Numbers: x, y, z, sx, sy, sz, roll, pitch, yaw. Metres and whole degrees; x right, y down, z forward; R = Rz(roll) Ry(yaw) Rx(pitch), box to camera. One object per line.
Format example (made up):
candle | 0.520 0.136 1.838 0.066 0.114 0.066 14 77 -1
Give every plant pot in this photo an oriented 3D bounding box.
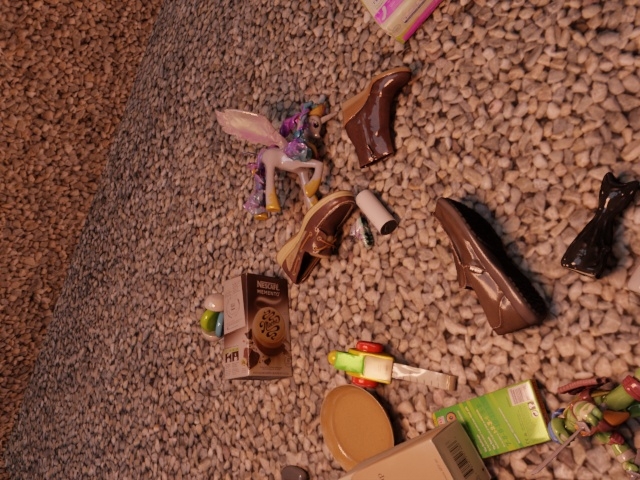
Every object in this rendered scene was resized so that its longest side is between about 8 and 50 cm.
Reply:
plant pot | 0.096 0.474 1.538 0.236 0.032 0.236 6 99 43

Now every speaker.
speaker | 0.148 -0.075 1.638 0.055 0.055 0.136 -54 47 22

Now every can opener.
can opener | -0.024 0.663 1.619 0.280 0.074 0.093 -5 76 45

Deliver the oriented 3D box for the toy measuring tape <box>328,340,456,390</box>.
toy measuring tape | 0.176 0.314 1.506 0.330 0.121 0.121 6 84 24

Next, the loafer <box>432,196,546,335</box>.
loafer | 0.338 0.054 1.352 0.130 0.134 0.366 -47 51 28

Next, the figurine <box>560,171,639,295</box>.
figurine | 0.592 -0.011 1.147 0.215 0.092 0.209 25 94 45

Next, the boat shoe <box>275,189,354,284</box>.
boat shoe | 0.000 0.000 1.736 0.342 0.123 0.123 -47 59 32

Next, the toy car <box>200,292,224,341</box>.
toy car | -0.281 0.247 1.917 0.136 0.182 0.159 33 122 39

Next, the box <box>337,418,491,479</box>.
box | 0.198 0.526 1.351 0.311 0.121 0.148 -42 72 37

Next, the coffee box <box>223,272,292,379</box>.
coffee box | -0.188 0.259 1.821 0.119 0.168 0.297 -20 67 41

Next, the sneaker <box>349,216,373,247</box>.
sneaker | 0.106 -0.009 1.682 0.069 0.038 0.098 -40 45 34

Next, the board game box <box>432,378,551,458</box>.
board game box | 0.362 0.396 1.315 0.259 0.039 0.124 -31 59 35

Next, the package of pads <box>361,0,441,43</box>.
package of pads | 0.217 -0.716 1.694 0.229 0.101 0.296 -44 51 28

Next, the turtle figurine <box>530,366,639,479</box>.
turtle figurine | 0.527 0.331 1.051 0.198 0.275 0.266 47 114 4

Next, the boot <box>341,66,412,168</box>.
boot | 0.175 -0.333 1.676 0.248 0.090 0.207 -28 73 37

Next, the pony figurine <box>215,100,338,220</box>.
pony figurine | -0.127 -0.248 1.849 0.351 0.303 0.363 0 74 13
